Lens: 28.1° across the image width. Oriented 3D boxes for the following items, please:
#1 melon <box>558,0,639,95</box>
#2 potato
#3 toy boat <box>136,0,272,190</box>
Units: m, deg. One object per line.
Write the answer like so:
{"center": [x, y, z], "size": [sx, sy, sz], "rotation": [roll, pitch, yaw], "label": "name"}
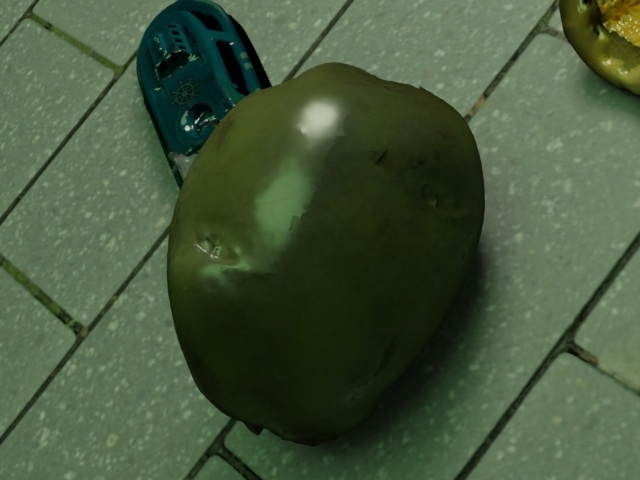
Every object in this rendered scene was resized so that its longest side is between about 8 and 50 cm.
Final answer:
{"center": [0.294, -0.188, 1.112], "size": [0.128, 0.079, 0.160], "rotation": [-32, 48, -13], "label": "melon"}
{"center": [0.000, 0.000, 1.065], "size": [0.221, 0.243, 0.326], "rotation": [14, 66, 49], "label": "potato"}
{"center": [-0.135, -0.163, 1.343], "size": [0.134, 0.092, 0.299], "rotation": [-36, 51, 12], "label": "toy boat"}
